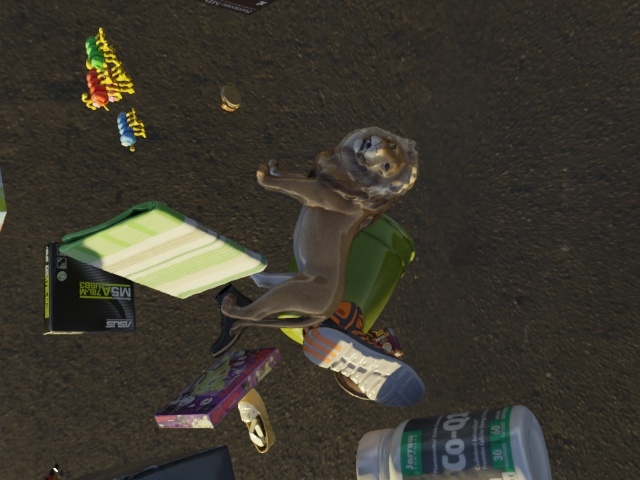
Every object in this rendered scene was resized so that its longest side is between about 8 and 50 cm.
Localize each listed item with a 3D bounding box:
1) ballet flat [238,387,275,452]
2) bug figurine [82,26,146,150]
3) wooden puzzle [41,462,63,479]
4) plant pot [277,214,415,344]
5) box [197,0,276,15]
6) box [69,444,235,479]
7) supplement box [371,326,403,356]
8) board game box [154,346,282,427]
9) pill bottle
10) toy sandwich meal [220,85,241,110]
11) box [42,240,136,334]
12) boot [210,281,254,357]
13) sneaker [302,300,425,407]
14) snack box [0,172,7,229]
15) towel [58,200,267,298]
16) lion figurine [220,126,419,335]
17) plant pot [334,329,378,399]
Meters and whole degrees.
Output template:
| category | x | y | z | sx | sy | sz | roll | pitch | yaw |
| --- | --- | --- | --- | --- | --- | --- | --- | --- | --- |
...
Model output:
| category | x | y | z | sx | sy | sz | roll | pitch | yaw |
| --- | --- | --- | --- | --- | --- | --- | --- | --- | --- |
| ballet flat | -0.194 | 0.533 | 1.700 | 0.080 | 0.073 | 0.232 | -11 | 113 | 26 |
| bug figurine | -0.488 | -0.347 | 1.327 | 0.072 | 0.279 | 0.216 | -14 | 73 | -4 |
| wooden puzzle | -0.421 | 0.391 | 0.889 | 0.006 | 0.083 | 0.049 | -15 | 108 | 7 |
| plant pot | 0.045 | 0.129 | 1.655 | 0.367 | 0.366 | 0.352 | 20 | 64 | 9 |
| box | -0.155 | -0.587 | 1.161 | 0.203 | 0.169 | 0.166 | -2 | 91 | 48 |
| box | -0.360 | 0.693 | 1.111 | 0.472 | 0.298 | 0.479 | -29 | 72 | 46 |
| supplement box | 0.192 | 0.297 | 1.633 | 0.055 | 0.043 | 0.083 | -34 | 62 | 15 |
| board game box | -0.282 | 0.414 | 1.635 | 0.208 | 0.347 | 0.056 | -7 | 106 | 31 |
| pill bottle | 0.272 | 0.467 | 1.190 | 0.361 | 0.204 | 0.204 | -18 | 89 | 28 |
| toy sandwich meal | -0.289 | -0.454 | 1.825 | 0.029 | 0.086 | 0.085 | -26 | 88 | 44 |
| box | -0.483 | 0.104 | 1.202 | 0.045 | 0.191 | 0.184 | -19 | 71 | 35 |
| boot | -0.285 | 0.230 | 1.671 | 0.137 | 0.077 | 0.198 | 47 | 70 | -22 |
| sneaker | 0.103 | 0.237 | 1.289 | 0.321 | 0.180 | 0.124 | 36 | 113 | -17 |
| snack box | -0.579 | -0.104 | 0.849 | 0.070 | 0.175 | 0.207 | -52 | 52 | 32 |
| towel | -0.133 | 0.010 | 0.509 | 0.113 | 0.152 | 0.023 | -20 | 61 | 22 |
| lion figurine | 0.000 | 0.000 | 0.921 | 0.240 | 0.142 | 0.391 | 16 | 99 | 5 |
| plant pot | 0.151 | 0.381 | 1.798 | 0.167 | 0.167 | 0.165 | 28 | 114 | 8 |
